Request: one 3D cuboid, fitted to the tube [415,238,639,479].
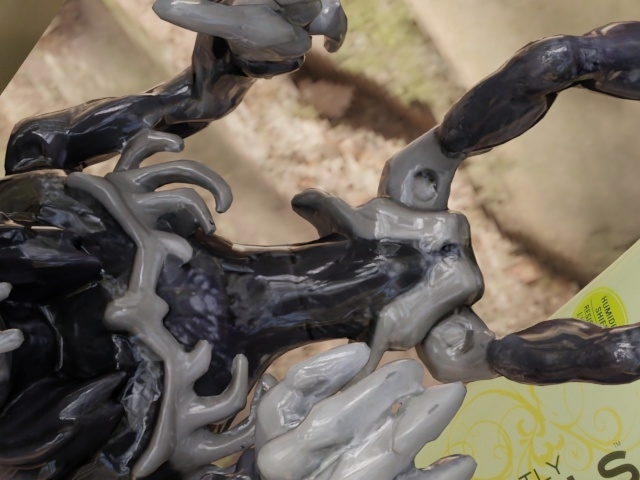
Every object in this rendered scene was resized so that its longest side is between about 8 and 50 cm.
[{"bbox_3d":[0.072,0.075,0.655,0.070,0.240,0.062,38,47,-11],"label":"tube"}]

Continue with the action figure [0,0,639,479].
[{"bbox_3d":[0.000,0.000,0.399,0.276,0.141,0.164,-15,74,-5],"label":"action figure"}]

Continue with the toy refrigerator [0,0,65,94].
[{"bbox_3d":[-0.145,0.006,0.315,0.102,0.094,0.269,31,79,5],"label":"toy refrigerator"}]
